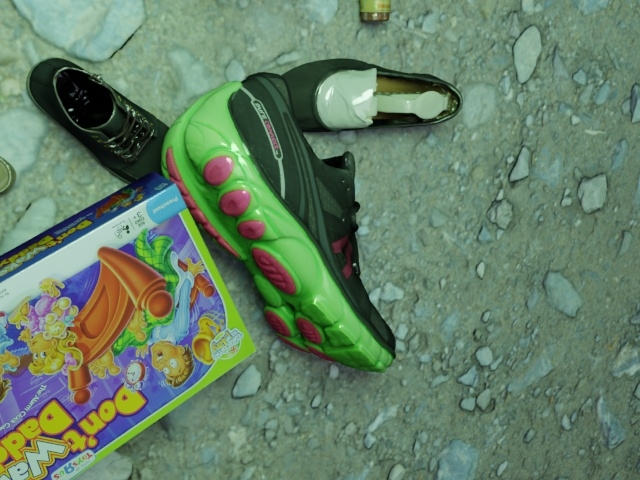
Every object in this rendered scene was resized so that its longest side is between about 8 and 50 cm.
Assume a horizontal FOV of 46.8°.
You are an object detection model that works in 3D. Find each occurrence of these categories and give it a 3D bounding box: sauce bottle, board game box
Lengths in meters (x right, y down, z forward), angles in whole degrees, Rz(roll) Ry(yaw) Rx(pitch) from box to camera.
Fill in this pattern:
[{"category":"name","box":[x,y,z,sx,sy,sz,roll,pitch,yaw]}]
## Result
[{"category":"sauce bottle","box":[0.071,-0.348,0.949,0.042,0.042,0.128,-11,111,-27]},{"category":"board game box","box":[-0.266,0.114,0.790,0.347,0.078,0.233,-34,120,-20]}]

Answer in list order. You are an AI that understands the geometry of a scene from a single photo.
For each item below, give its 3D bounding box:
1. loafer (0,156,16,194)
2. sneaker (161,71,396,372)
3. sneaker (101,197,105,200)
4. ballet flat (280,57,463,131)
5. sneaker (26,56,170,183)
[{"category":"loafer","box":[-0.389,-0.079,0.761,0.148,0.050,0.056,17,96,-32]},{"category":"sneaker","box":[0.000,0.000,0.927,0.202,0.185,0.483,-54,137,-27]},{"category":"sneaker","box":[-0.254,-0.007,0.865,0.118,0.042,0.067,-40,125,-23]},{"category":"ballet flat","box":[0.070,-0.188,0.965,0.280,0.096,0.095,-8,109,-28]},{"category":"sneaker","box":[-0.214,-0.112,0.811,0.222,0.118,0.083,34,86,-33]}]
